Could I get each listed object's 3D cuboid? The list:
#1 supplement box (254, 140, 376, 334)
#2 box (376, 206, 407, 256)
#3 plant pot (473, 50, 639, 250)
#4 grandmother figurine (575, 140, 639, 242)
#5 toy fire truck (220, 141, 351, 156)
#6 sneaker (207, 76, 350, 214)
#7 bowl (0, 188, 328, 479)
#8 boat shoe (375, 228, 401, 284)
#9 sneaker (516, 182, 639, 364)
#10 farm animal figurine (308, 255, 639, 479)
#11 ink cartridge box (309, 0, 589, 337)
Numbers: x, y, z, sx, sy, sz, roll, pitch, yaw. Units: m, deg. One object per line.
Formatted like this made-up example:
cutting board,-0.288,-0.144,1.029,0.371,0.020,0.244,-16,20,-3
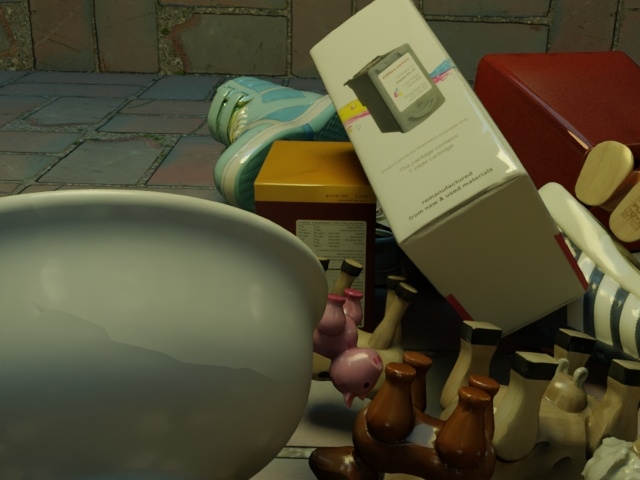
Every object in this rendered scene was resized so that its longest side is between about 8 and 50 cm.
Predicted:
supplement box,0.000,0.000,0.973,0.129,0.194,0.191,2,20,3
box,0.166,-0.038,1.155,0.159,0.044,0.233,-28,14,-8
plant pot,0.388,-0.117,1.259,0.267,0.267,0.235,-6,33,-19
grandmother figurine,0.437,-0.002,0.991,0.342,0.104,0.207,21,36,-45
toy fire truck,-0.035,-0.088,1.321,0.217,0.158,0.246,-8,45,-12
sneaker,-0.106,-0.142,1.191,0.208,0.127,0.319,18,29,22
bowl,-0.130,0.104,0.482,0.298,0.298,0.134,-4,60,-14
boat shoe,0.018,-0.008,1.157,0.227,0.081,0.079,18,26,37
sneaker,0.301,0.097,0.872,0.131,0.148,0.350,30,20,-43
farm animal figurine,0.104,0.147,0.657,0.327,0.172,0.330,11,11,-9
ink cartridge box,0.129,-0.079,0.862,0.131,0.226,0.306,-33,47,12
